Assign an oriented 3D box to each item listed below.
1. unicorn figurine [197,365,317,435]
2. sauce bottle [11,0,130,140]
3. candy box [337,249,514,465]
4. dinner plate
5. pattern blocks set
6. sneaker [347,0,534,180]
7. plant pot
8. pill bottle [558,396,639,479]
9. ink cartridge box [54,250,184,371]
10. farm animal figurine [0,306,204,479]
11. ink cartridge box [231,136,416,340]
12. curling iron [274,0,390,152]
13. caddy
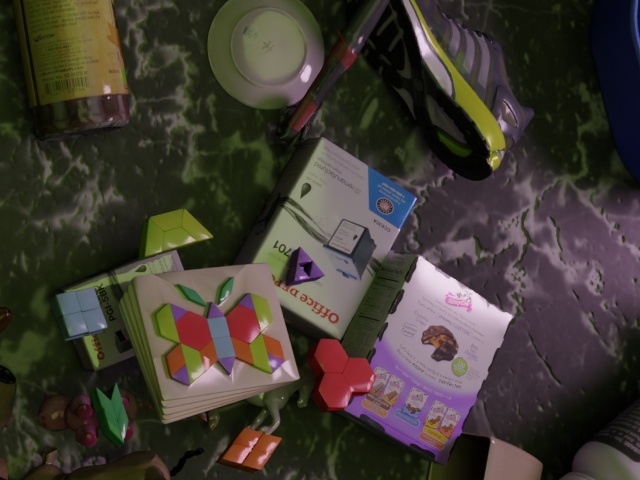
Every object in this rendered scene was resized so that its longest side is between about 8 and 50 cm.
[{"bbox_3d":[-0.070,0.174,1.884,0.162,0.060,0.111,29,68,-9],"label":"unicorn figurine"},{"bbox_3d":[-0.280,-0.283,1.807,0.111,0.111,0.344,-9,92,-19],"label":"sauce bottle"},{"bbox_3d":[0.109,0.133,1.923,0.165,0.070,0.196,33,78,-30],"label":"candy box"},{"bbox_3d":[-0.060,-0.221,1.930,0.141,0.017,0.141,1,86,-18],"label":"dinner plate"},{"bbox_3d":[-0.109,0.101,1.746,0.324,0.026,0.285,-25,84,-38],"label":"pattern blocks set"},{"bbox_3d":[0.139,-0.219,1.963,0.121,0.111,0.300,-37,100,-35],"label":"sneaker"},{"bbox_3d":[0.194,0.283,1.953,0.096,0.109,0.109,14,83,-31],"label":"plant pot"},{"bbox_3d":[0.400,0.269,1.977,0.283,0.161,0.161,-36,99,-21],"label":"pill bottle"},{"bbox_3d":[-0.210,0.075,1.845,0.135,0.056,0.099,-23,96,-19],"label":"ink cartridge box"},{"bbox_3d":[-0.343,0.228,1.748,0.327,0.172,0.330,-45,109,-3],"label":"farm animal figurine"},{"bbox_3d":[0.000,0.000,1.906,0.139,0.082,0.191,31,77,-15],"label":"ink cartridge box"},{"bbox_3d":[0.026,-0.219,1.886,0.035,0.068,0.274,28,105,-15],"label":"curling iron"},{"bbox_3d":[0.474,-0.207,2.023,0.241,0.179,0.341,-16,93,-18],"label":"caddy"}]
